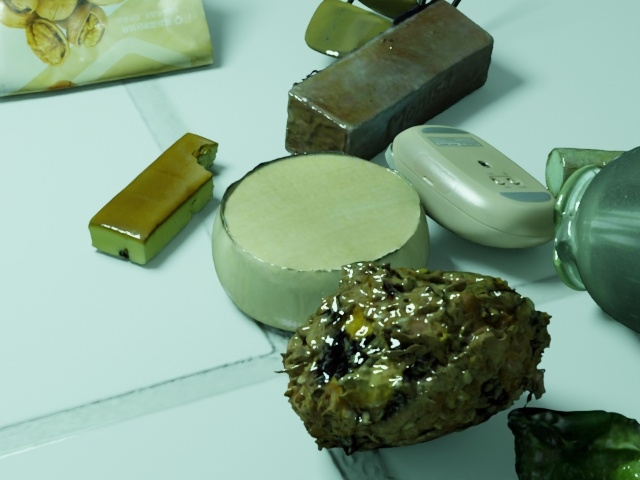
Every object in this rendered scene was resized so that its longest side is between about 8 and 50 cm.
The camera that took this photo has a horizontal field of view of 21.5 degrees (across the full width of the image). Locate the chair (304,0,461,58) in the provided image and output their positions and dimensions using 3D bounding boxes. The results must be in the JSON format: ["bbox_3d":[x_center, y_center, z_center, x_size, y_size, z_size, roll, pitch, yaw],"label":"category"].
[{"bbox_3d":[0.092,-0.342,2.348,0.159,0.172,0.247,24,87,32],"label":"chair"}]

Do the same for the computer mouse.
[{"bbox_3d":[0.180,-0.058,1.986,0.145,0.082,0.236,-4,32,-39],"label":"computer mouse"}]

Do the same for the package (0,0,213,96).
[{"bbox_3d":[-0.325,-0.320,2.375,0.311,0.221,0.165,-12,-3,-9],"label":"package"}]

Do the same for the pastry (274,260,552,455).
[{"bbox_3d":[0.089,0.102,1.657,0.275,0.275,0.193,-13,80,-13],"label":"pastry"}]

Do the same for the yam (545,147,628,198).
[{"bbox_3d":[0.343,-0.079,2.035,0.146,0.069,0.070,3,37,11],"label":"yam"}]

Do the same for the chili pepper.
[{"bbox_3d":[0.271,0.271,1.546,0.148,0.116,0.264,-2,35,-18],"label":"chili pepper"}]

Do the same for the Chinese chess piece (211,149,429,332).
[{"bbox_3d":[0.000,0.000,1.925,0.250,0.103,0.250,-1,36,1],"label":"Chinese chess piece"}]

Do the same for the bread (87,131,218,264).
[{"bbox_3d":[-0.188,-0.055,2.059,0.088,0.049,0.226,16,40,25],"label":"bread"}]

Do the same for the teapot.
[{"bbox_3d":[0.396,-0.027,1.830,0.239,0.239,0.321,11,42,39],"label":"teapot"}]

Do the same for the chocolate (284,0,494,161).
[{"bbox_3d":[0.098,-0.201,2.193,0.112,0.112,0.321,33,48,28],"label":"chocolate"}]
